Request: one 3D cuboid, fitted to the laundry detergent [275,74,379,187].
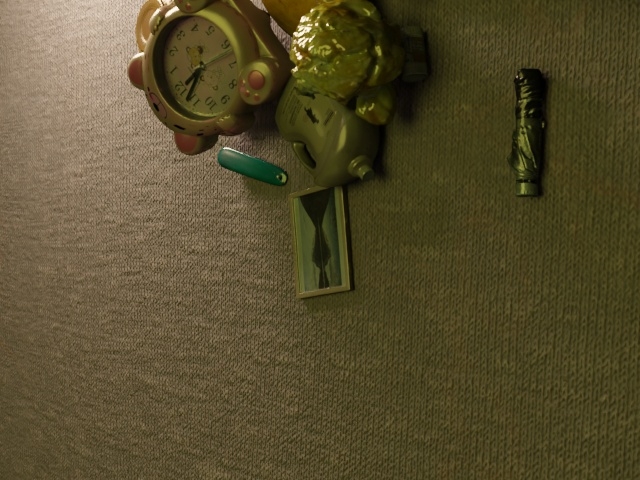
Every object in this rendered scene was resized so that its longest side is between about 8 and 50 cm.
[{"bbox_3d":[0.020,-0.191,1.668,0.181,0.091,0.253,-56,50,29],"label":"laundry detergent"}]

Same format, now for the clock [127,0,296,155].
[{"bbox_3d":[-0.219,-0.329,1.801,0.309,0.114,0.284,-38,88,35],"label":"clock"}]

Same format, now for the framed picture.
[{"bbox_3d":[0.000,0.000,1.736,0.150,0.015,0.203,-12,78,47],"label":"framed picture"}]

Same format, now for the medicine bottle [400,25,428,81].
[{"bbox_3d":[0.151,-0.308,1.560,0.047,0.047,0.083,-15,76,47],"label":"medicine bottle"}]

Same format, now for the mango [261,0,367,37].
[{"bbox_3d":[-0.028,-0.468,1.707,0.195,0.142,0.331,-44,61,45],"label":"mango"}]

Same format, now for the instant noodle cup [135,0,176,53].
[{"bbox_3d":[-0.341,-0.470,2.103,0.274,0.091,0.274,-6,82,48],"label":"instant noodle cup"}]

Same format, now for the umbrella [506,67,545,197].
[{"bbox_3d":[0.302,-0.157,1.383,0.050,0.046,0.188,-179,90,-67],"label":"umbrella"}]

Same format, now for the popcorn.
[{"bbox_3d":[0.051,-0.284,1.534,0.198,0.212,0.198,-26,29,15],"label":"popcorn"}]

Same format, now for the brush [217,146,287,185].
[{"bbox_3d":[-0.132,-0.146,1.891,0.193,0.032,0.043,22,100,35],"label":"brush"}]
